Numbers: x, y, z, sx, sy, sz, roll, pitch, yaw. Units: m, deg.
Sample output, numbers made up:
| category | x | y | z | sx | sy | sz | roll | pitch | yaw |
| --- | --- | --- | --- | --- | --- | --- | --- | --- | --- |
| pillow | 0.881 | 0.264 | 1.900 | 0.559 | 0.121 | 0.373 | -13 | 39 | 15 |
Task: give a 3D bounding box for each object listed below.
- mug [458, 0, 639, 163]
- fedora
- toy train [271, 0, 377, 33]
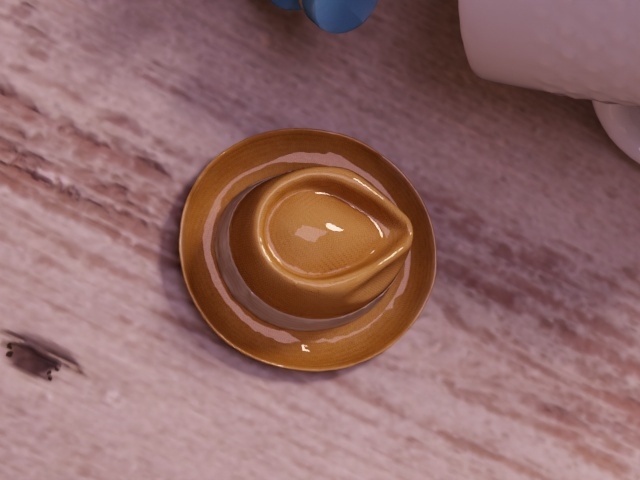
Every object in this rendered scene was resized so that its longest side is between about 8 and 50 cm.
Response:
| category | x | y | z | sx | sy | sz | roll | pitch | yaw |
| --- | --- | --- | --- | --- | --- | --- | --- | --- | --- |
| mug | 0.292 | -0.185 | 1.328 | 0.328 | 0.374 | 0.276 | 11 | 43 | 17 |
| fedora | 0.000 | 0.000 | 1.332 | 0.194 | 0.079 | 0.194 | 4 | 78 | -17 |
| toy train | -0.023 | -0.269 | 1.283 | 0.105 | 0.248 | 0.143 | -24 | 42 | -21 |
